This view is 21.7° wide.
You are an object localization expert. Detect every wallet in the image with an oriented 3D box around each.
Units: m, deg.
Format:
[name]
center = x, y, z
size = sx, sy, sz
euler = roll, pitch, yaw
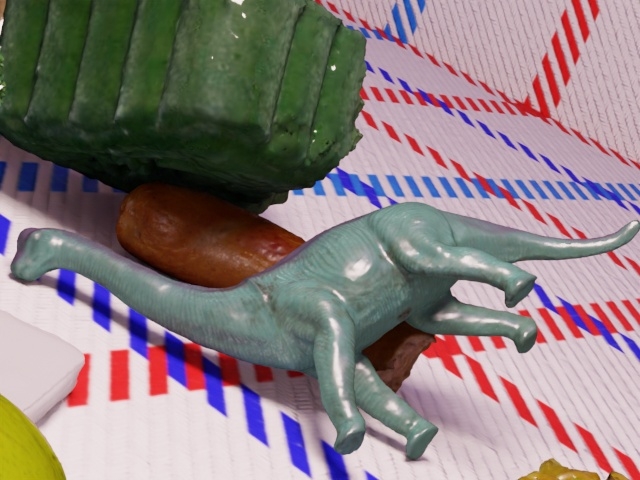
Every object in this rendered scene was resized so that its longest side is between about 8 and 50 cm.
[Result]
[wallet]
center = -0.215, 0.089, 1.056
size = 0.095, 0.033, 0.190
euler = 26, 16, 8

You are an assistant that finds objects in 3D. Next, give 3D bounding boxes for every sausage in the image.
[sausage]
center = -0.035, 0.035, 1.395
size = 0.302, 0.076, 0.103
euler = 29, 17, 22

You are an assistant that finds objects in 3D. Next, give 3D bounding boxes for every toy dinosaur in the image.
[toy dinosaur]
center = 0.000, 0.000, 1.297
size = 0.383, 0.129, 0.331
euler = -37, 61, -26

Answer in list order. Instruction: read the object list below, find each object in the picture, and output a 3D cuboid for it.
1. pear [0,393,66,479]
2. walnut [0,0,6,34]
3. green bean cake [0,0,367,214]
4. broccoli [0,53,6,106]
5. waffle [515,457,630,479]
[pear]
center = -0.208, 0.139, 0.660
size = 0.187, 0.187, 0.220
euler = 27, 30, 17
[walnut]
center = -0.316, -0.207, 1.596
size = 0.245, 0.198, 0.198
euler = 10, 19, -24
[green bean cake]
center = -0.097, -0.121, 1.467
size = 0.308, 0.169, 0.300
euler = 5, -9, 37
[broccoli]
center = -0.355, -0.114, 1.089
size = 0.308, 0.275, 0.308
euler = 0, -9, 0
[waffle]
center = 0.235, 0.229, 1.175
size = 0.245, 0.052, 0.254
euler = 25, 17, 14
